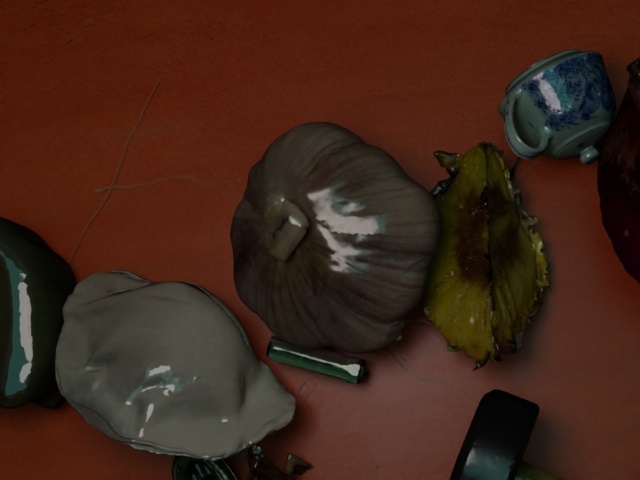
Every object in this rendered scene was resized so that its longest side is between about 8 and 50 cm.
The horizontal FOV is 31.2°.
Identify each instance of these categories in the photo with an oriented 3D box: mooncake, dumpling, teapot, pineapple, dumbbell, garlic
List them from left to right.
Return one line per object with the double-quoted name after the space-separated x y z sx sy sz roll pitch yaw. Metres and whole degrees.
-0.520 0.124 1.654 0.351 0.187 0.352 -1 83 11 "mooncake"
-0.220 0.169 1.561 0.341 0.260 0.181 52 135 6 "dumpling"
0.010 0.002 1.548 0.241 0.322 0.322 -13 74 -30 "garlic"
0.216 0.022 1.585 0.161 0.158 0.335 -24 67 45 "pineapple"
0.335 -0.168 1.566 0.232 0.159 0.159 -15 73 -36 "teapot"
0.327 0.336 1.452 0.322 0.204 0.204 21 84 13 "dumbbell"

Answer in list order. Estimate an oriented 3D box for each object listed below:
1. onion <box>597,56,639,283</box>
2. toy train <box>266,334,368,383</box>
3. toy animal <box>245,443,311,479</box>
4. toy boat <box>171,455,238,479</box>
0.477 -0.123 1.392 0.398 0.420 0.399 -33 45 41 "onion"
-0.006 0.167 1.611 0.147 0.071 0.038 14 83 12 "toy train"
-0.067 0.360 1.532 0.089 0.188 0.179 -10 43 12 "toy animal"
-0.145 0.382 1.602 0.104 0.052 0.210 -30 75 24 "toy boat"
